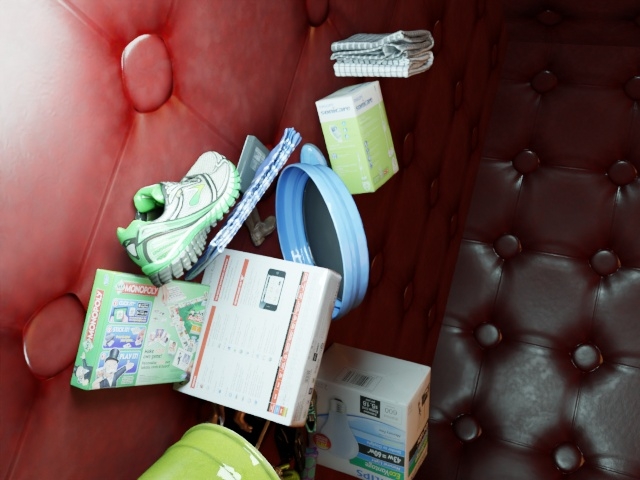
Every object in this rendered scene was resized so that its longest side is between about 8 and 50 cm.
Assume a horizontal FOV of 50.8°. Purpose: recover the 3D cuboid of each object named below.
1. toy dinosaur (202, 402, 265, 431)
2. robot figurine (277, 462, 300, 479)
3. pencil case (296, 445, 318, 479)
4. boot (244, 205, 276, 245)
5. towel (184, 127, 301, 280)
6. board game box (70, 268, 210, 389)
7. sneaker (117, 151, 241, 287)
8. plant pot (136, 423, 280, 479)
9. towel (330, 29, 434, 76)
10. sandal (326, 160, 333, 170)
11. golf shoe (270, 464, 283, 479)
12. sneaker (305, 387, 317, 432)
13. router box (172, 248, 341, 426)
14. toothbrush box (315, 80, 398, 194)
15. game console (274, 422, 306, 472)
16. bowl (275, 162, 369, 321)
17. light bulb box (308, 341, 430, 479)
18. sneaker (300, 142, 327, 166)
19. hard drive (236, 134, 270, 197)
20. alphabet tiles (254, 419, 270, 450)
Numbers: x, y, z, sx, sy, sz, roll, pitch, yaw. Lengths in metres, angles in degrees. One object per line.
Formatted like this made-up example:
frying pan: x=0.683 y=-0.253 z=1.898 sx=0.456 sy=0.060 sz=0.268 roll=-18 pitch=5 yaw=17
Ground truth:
toy dinosaur: x=-0.192 y=0.337 z=1.625 sx=0.296 sy=0.127 sz=0.200 roll=-16 pitch=114 yaw=-64
robot figurine: x=-0.096 y=0.731 z=2.049 sx=0.115 sy=0.067 sz=0.101 roll=87 pitch=-14 yaw=-76
pencil case: x=-0.045 y=0.752 z=2.191 sx=0.070 sy=0.064 sz=0.151 roll=-2 pitch=102 yaw=-49
boot: x=-0.153 y=-0.060 z=1.670 sx=0.106 sy=0.037 sz=0.114 roll=-62 pitch=146 yaw=-38
towel: x=-0.170 y=-0.077 z=1.433 sx=0.336 sy=0.040 sz=0.243 roll=-58 pitch=-169 yaw=-28
board game box: x=-0.342 y=0.178 z=1.337 sx=0.317 sy=0.046 sz=0.213 roll=20 pitch=81 yaw=-65
sneaker: x=-0.265 y=-0.076 z=1.302 sx=0.146 sy=0.134 sz=0.343 roll=52 pitch=35 yaw=-25
plant pot: x=-0.291 y=0.608 z=1.318 sx=0.353 sy=0.366 sz=0.366 roll=-23 pitch=121 yaw=-47
towel: x=0.183 y=-0.549 z=1.961 sx=0.284 sy=0.235 sz=0.121 roll=-36 pitch=128 yaw=-58
sandal: x=0.022 y=-0.164 z=1.986 sx=0.219 sy=0.060 sz=0.090 roll=41 pitch=55 yaw=-46
golf shoe: x=-0.141 y=0.748 z=1.964 sx=0.086 sy=0.069 sz=0.176 roll=-22 pitch=97 yaw=-41
sneaker: x=-0.032 y=0.527 z=2.097 sx=0.076 sy=0.065 sz=0.166 roll=-116 pitch=-162 yaw=-61
router box: x=-0.140 y=0.201 z=1.478 sx=0.082 sy=0.301 sz=0.335 roll=31 pitch=72 yaw=-64
toothbrush box: x=0.114 y=-0.300 z=1.974 sx=0.206 sy=0.122 sz=0.283 roll=-43 pitch=124 yaw=-53
game console: x=-0.083 y=0.579 z=2.001 sx=0.213 sy=0.044 sz=0.361 roll=-83 pitch=169 yaw=-45
bowl: x=0.000 y=0.000 z=1.638 sx=0.077 sy=0.391 sz=0.391 roll=-15 pitch=119 yaw=-22
light bulb box: x=0.156 y=0.574 z=2.204 sx=0.225 sy=0.358 sz=0.361 roll=-38 pitch=132 yaw=-53
sneaker: x=-0.025 y=-0.164 z=1.863 sx=0.082 sy=0.069 sz=0.209 roll=-49 pitch=142 yaw=-42
hard drive: x=-0.165 y=-0.169 z=1.608 sx=0.094 sy=0.022 sz=0.135 roll=42 pitch=62 yaw=-62
alphabet tiles: x=-0.160 y=0.524 z=1.740 sx=0.342 sy=0.011 sz=0.285 roll=110 pitch=4 yaw=-62
